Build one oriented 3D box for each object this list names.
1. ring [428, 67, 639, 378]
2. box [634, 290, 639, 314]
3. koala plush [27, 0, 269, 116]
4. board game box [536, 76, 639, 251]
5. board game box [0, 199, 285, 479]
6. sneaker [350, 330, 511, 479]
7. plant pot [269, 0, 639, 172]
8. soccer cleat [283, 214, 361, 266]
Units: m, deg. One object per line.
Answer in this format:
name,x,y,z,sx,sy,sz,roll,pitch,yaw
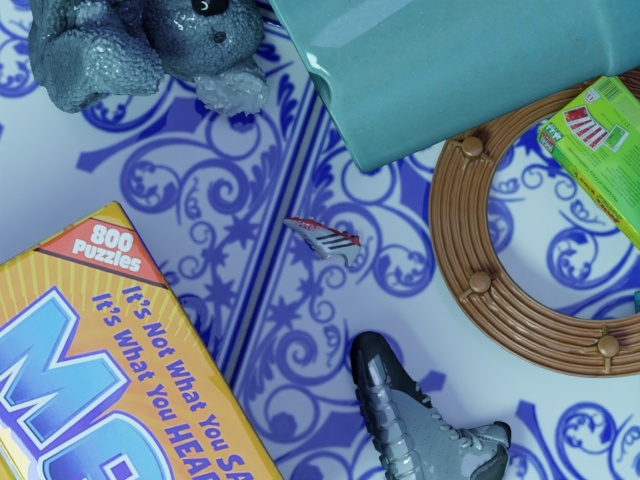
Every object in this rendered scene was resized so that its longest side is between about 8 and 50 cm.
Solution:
ring,0.276,-0.030,1.598,0.337,0.032,0.336,-1,78,4
box,0.379,0.169,1.623,0.101,0.060,0.244,-4,88,-5
koala plush,-0.155,-0.209,1.549,0.221,0.203,0.196,-5,76,-26
board game box,0.306,-0.067,1.566,0.092,0.043,0.181,-40,78,-5
board game box,-0.239,0.211,1.416,0.356,0.356,0.356,-31,91,-5
sneaker,0.118,0.181,1.595,0.132,0.086,0.228,-19,100,-10
plant pot,0.126,-0.249,1.496,0.334,0.341,0.341,-27,91,2
soccer cleat,0.000,0.000,1.610,0.083,0.029,0.035,20,82,-9
